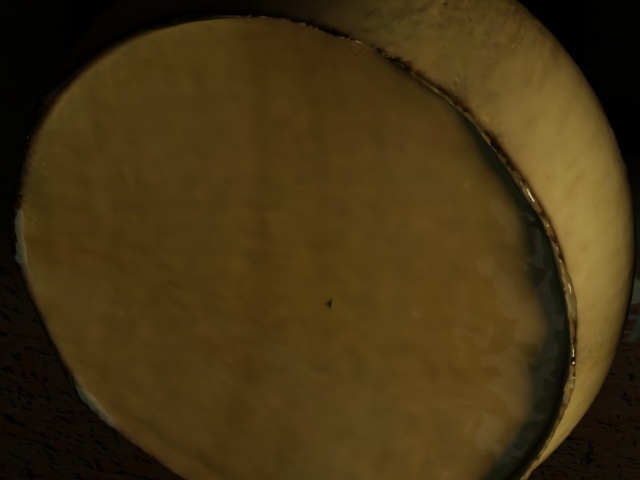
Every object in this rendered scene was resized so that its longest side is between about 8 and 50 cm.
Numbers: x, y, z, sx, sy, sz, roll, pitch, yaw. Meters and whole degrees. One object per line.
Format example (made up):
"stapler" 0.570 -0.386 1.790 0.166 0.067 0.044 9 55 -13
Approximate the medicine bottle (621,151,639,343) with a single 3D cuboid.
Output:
"medicine bottle" 0.263 0.012 0.731 0.425 0.108 0.108 4 146 -1

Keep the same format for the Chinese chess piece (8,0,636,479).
"Chinese chess piece" 0.000 0.000 0.630 0.257 0.104 0.257 12 124 19
